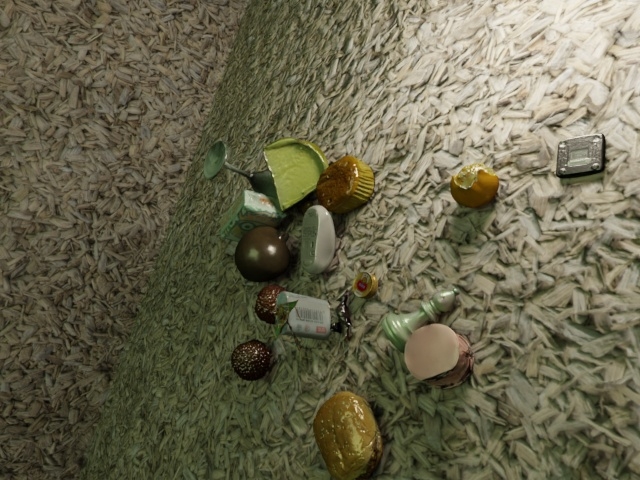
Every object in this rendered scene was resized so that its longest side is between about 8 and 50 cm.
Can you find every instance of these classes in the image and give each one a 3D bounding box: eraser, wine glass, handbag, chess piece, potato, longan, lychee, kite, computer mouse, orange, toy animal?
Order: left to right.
[{"bbox_3d":[-0.367,-0.330,2.349,0.267,0.406,0.267,-20,60,39],"label":"wine glass"},{"bbox_3d":[-0.311,0.543,2.087,0.188,0.188,0.188,-22,58,41],"label":"lychee"},{"bbox_3d":[-0.272,0.061,2.197,0.300,0.243,0.300,-15,61,28],"label":"longan"},{"bbox_3d":[-0.195,0.286,2.068,0.188,0.188,0.188,-22,58,41],"label":"lychee"},{"bbox_3d":[-0.117,0.313,1.738,0.198,0.006,0.244,-58,41,17],"label":"kite"},{"bbox_3d":[-0.084,-0.337,2.208,0.280,0.213,0.330,-16,99,19],"label":"potato"},{"bbox_3d":[-0.065,0.304,1.868,0.081,0.227,0.174,-31,54,41],"label":"eraser"},{"bbox_3d":[-0.066,-0.165,2.218,0.083,0.040,0.051,-19,72,44],"label":"potato"},{"bbox_3d":[0.000,0.000,1.994,0.184,0.121,0.296,-12,72,63],"label":"computer mouse"},{"bbox_3d":[0.089,0.292,1.842,0.105,0.070,0.202,-2,69,34],"label":"toy animal"},{"bbox_3d":[0.344,0.243,1.536,0.272,0.139,0.139,-40,46,14],"label":"chess piece"},{"bbox_3d":[0.369,0.361,1.443,0.205,0.116,0.179,-34,51,34],"label":"handbag"},{"bbox_3d":[0.500,-0.183,1.522,0.157,0.134,0.156,-7,79,37],"label":"orange"}]

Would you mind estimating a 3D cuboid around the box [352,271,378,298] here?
[{"bbox_3d":[0.174,0.173,1.804,0.106,0.037,0.105,-22,58,41],"label":"box"}]

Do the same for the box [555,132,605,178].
[{"bbox_3d":[0.752,-0.246,1.346,0.126,0.027,0.125,-5,70,47],"label":"box"}]

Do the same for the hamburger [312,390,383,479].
[{"bbox_3d":[0.091,0.676,1.601,0.259,0.145,0.283,-47,50,20],"label":"hamburger"}]

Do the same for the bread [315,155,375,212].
[{"bbox_3d":[0.100,-0.237,1.988,0.254,0.143,0.227,-22,66,39],"label":"bread"}]

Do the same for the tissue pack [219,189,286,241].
[{"bbox_3d":[-0.337,-0.107,2.309,0.311,0.228,0.127,-42,46,43],"label":"tissue pack"}]
